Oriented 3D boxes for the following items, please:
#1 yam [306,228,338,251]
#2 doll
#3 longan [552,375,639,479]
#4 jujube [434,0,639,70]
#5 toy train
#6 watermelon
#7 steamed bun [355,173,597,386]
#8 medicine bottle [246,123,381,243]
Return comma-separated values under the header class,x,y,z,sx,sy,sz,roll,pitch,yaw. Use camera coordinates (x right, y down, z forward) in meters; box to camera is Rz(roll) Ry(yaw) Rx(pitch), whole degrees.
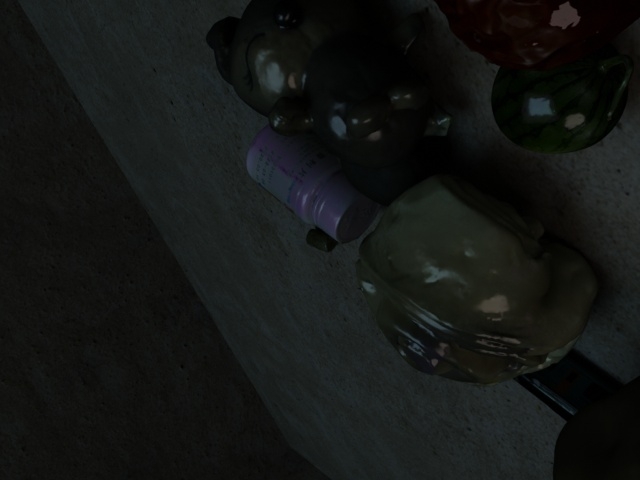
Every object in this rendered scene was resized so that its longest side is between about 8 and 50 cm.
class,x,y,z,sx,sy,sz,roll,pitch,yaw
yam,0.000,0.000,1.702,0.094,0.043,0.043,22,144,49
doll,0.002,-0.214,1.113,0.382,0.252,0.378,47,158,28
longan,0.469,0.308,0.952,0.288,0.288,0.350,51,138,3
jujube,0.189,-0.276,0.667,0.232,0.213,0.213,68,158,4
toy train,0.416,0.246,1.212,0.409,0.089,0.086,37,164,30
watermelon,0.273,-0.167,0.792,0.140,0.141,0.187,55,155,-8
steamed bun,0.214,0.094,1.082,0.339,0.247,0.352,29,148,-8
medicine bottle,-0.012,-0.116,1.403,0.254,0.152,0.152,38,155,27
